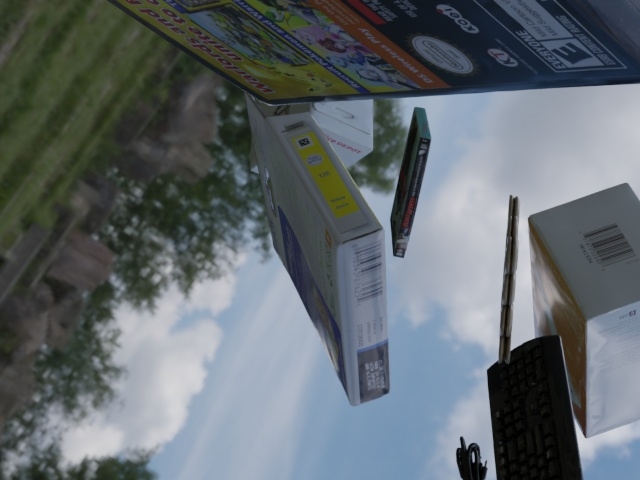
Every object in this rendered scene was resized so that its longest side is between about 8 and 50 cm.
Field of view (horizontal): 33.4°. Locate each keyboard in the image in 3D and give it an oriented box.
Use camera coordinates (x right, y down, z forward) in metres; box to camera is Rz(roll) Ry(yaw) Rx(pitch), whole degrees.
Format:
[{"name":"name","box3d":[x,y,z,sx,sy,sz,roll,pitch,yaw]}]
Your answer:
[{"name":"keyboard","box3d":[0.194,0.261,1.073,0.201,0.033,0.317,128,-28,-45]}]

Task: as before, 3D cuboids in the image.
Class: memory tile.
[{"name":"memory tile","box3d":[0.189,0.040,1.069,0.113,0.012,0.148,-73,164,-55]}]

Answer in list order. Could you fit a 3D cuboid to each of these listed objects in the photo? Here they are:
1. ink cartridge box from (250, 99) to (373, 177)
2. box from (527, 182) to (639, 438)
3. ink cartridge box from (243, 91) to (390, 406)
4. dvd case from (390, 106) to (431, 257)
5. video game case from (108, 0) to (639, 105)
[{"name":"ink cartridge box","box3d":[-0.014,-0.182,1.742,0.176,0.128,0.127,-31,-132,45]},{"name":"box","box3d":[0.447,0.117,1.671,0.168,0.345,0.215,-19,-131,-2]},{"name":"ink cartridge box","box3d":[0.000,0.000,1.333,0.072,0.303,0.307,-18,-132,-9]},{"name":"dvd case","box3d":[0.083,-0.055,0.991,0.087,0.013,0.119,-87,-174,-64]},{"name":"video game case","box3d":[-0.038,-0.134,0.410,0.248,0.275,0.035,5,-110,50]}]
